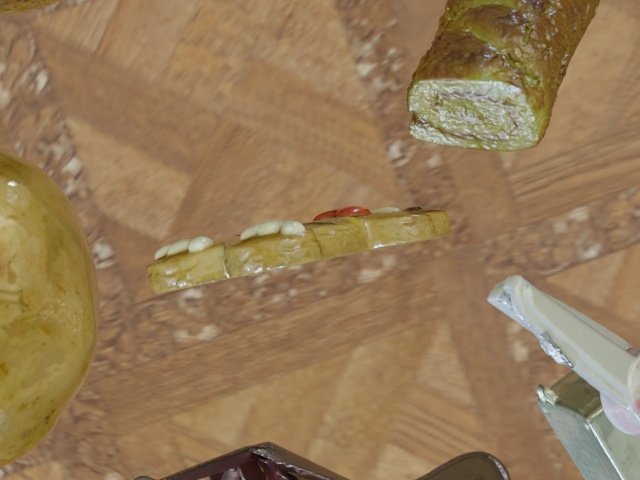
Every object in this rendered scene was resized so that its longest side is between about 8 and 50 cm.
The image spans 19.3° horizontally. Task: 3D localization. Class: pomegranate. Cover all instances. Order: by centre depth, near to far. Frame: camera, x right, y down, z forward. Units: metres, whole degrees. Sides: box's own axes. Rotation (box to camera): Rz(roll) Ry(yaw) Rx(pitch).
[{"bbox_3d":[-0.324,0.058,1.621,0.307,0.307,0.307,1,85,-13],"label":"pomegranate"}]

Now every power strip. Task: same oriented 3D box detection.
[{"bbox_3d":[0.211,0.160,1.261,0.042,0.075,0.175,-37,108,-14],"label":"power strip"}]

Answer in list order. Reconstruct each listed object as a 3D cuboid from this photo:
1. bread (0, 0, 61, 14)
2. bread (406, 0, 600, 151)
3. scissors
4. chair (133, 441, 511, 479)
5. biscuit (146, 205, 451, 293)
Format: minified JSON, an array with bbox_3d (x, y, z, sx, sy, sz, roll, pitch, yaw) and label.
[{"bbox_3d":[-0.226,-0.297,1.727,0.268,0.268,0.146,-17,95,-14],"label":"bread"},{"bbox_3d":[0.150,-0.160,1.568,0.172,0.132,0.103,-62,144,-37],"label":"bread"},{"bbox_3d":[0.193,0.088,1.094,0.242,0.030,0.118,35,65,-22],"label":"scissors"},{"bbox_3d":[-0.002,0.240,1.419,0.183,0.326,0.176,24,107,21],"label":"chair"},{"bbox_3d":[0.000,-0.002,1.252,0.240,0.158,0.035,-11,92,-52],"label":"biscuit"}]
